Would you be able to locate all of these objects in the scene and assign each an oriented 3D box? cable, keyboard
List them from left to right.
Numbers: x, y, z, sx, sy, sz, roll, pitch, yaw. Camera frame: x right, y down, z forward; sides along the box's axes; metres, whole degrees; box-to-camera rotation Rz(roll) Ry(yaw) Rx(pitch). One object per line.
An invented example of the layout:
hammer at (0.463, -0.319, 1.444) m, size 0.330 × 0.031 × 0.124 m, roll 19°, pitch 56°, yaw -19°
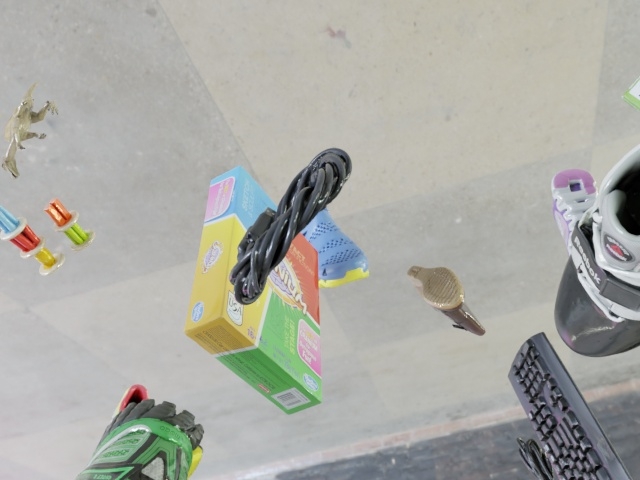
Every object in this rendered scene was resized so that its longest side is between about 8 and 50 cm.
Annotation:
cable at (-0.028, -0.015, 0.581) m, size 0.047 × 0.184 × 0.150 m, roll 42°, pitch 118°, yaw -11°
keyboard at (0.280, 0.272, 0.664) m, size 0.033 × 0.317 × 0.201 m, roll -10°, pitch 136°, yaw -6°

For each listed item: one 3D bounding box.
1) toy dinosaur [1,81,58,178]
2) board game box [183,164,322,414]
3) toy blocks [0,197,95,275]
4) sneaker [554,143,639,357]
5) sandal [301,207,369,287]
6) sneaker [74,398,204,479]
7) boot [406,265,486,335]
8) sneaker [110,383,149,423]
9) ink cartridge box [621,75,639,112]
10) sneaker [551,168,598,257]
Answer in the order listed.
toy dinosaur at (-0.443, -0.186, 0.912) m, size 0.092 × 0.183 × 0.053 m, roll -13°, pitch 152°, yaw 33°
board game box at (-0.089, 0.070, 0.944) m, size 0.064 × 0.317 × 0.242 m, roll -25°, pitch 130°, yaw 21°
toy blocks at (-0.491, -0.025, 1.076) m, size 0.123 × 0.054 × 0.148 m, roll -41°, pitch 132°, yaw -12°
sneaker at (0.272, -0.003, 0.531) m, size 0.146 × 0.122 × 0.331 m, roll -14°, pitch 140°, yaw -29°
sandal at (0.000, 0.000, 1.272) m, size 0.126 × 0.317 × 0.138 m, roll -13°, pitch 112°, yaw -21°
sneaker at (-0.256, 0.325, 0.640) m, size 0.134 × 0.146 × 0.343 m, roll 32°, pitch 108°, yaw -7°
boot at (0.314, 0.147, 1.390) m, size 0.207 × 0.248 × 0.090 m, roll 40°, pitch 90°, yaw -17°
sneaker at (-0.290, 0.313, 0.954) m, size 0.081 × 0.208 × 0.094 m, roll 6°, pitch 121°, yaw -30°
ink cartridge box at (0.572, -0.245, 0.825) m, size 0.188 × 0.097 × 0.255 m, roll 14°, pitch 123°, yaw -37°
sneaker at (0.500, -0.015, 1.166) m, size 0.095 × 0.236 × 0.104 m, roll -8°, pitch 155°, yaw 5°
